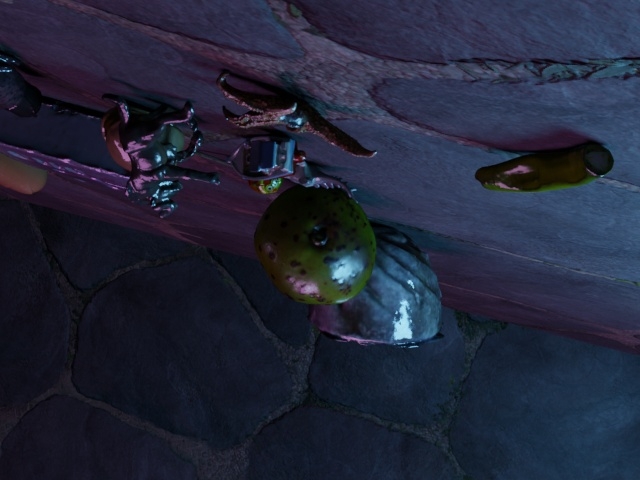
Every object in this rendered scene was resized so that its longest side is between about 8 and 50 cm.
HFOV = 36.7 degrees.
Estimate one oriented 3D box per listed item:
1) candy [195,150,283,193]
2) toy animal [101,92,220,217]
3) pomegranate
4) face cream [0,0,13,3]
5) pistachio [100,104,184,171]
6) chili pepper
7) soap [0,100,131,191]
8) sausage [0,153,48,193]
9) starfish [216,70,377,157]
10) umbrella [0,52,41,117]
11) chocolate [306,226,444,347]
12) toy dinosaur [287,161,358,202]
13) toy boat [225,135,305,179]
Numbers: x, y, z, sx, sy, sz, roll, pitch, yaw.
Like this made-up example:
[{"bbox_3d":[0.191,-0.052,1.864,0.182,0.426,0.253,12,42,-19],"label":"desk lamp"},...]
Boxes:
[{"bbox_3d":[-0.154,-0.132,1.725,0.201,0.060,0.060,22,177,28],"label":"candy"},{"bbox_3d":[-0.246,-0.133,1.467,0.084,0.148,0.233,-120,9,-45],"label":"toy animal"},{"bbox_3d":[0.009,0.012,1.793,0.230,0.231,0.286,13,-177,22],"label":"pomegranate"},{"bbox_3d":[-0.490,-0.309,0.975,0.341,0.084,0.137,10,165,-11],"label":"face cream"},{"bbox_3d":[-0.287,-0.161,1.545,0.113,0.113,0.149,12,166,31],"label":"pistachio"},{"bbox_3d":[0.267,-0.082,1.142,0.052,0.050,0.201,59,154,-14],"label":"chili pepper"},{"bbox_3d":[-0.442,-0.172,1.794,0.296,0.107,0.285,16,175,5],"label":"soap"},{"bbox_3d":[-0.727,-0.191,2.189,0.121,0.121,0.304,13,172,19],"label":"sausage"},{"bbox_3d":[-0.027,-0.153,1.222,0.238,0.057,0.213,18,-178,18],"label":"starfish"},{"bbox_3d":[-0.502,-0.248,1.383,0.094,0.090,0.326,10,172,20],"label":"umbrella"},{"bbox_3d":[0.125,0.078,2.036,0.303,0.213,0.303,4,-162,-1],"label":"chocolate"},{"bbox_3d":[-0.016,-0.106,1.598,0.209,0.039,0.082,24,-179,30],"label":"toy dinosaur"},{"bbox_3d":[-0.091,-0.127,1.485,0.058,0.069,0.173,3,-179,-33],"label":"toy boat"}]
